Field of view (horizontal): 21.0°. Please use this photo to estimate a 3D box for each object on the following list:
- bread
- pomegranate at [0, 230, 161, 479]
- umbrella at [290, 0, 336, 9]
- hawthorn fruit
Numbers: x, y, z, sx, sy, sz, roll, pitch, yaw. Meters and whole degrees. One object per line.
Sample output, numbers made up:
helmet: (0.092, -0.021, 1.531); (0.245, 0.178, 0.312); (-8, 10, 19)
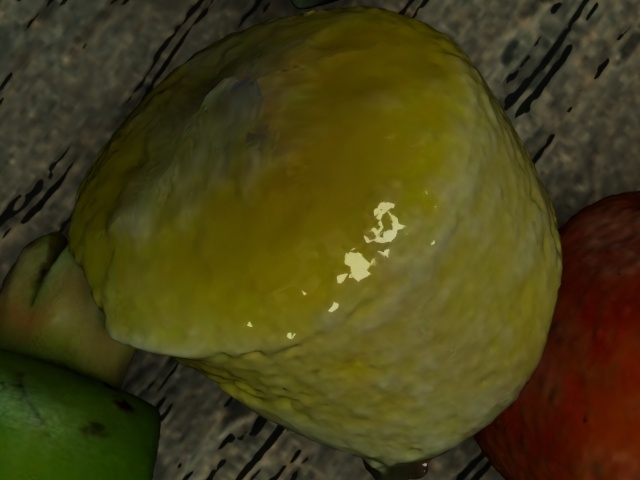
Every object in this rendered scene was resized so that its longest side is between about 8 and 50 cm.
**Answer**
bread: (0.002, -0.004, 0.752); (0.197, 0.197, 0.170); (-44, 125, -5)
pomegranate: (-0.155, 0.104, 0.735); (0.159, 0.190, 0.241); (22, 89, -7)
umbrella: (-0.117, -0.205, 0.767); (0.336, 0.128, 0.154); (15, 75, -5)
hawthorn fruit: (0.184, 0.078, 0.765); (0.207, 0.243, 0.207); (-1, 93, -12)
